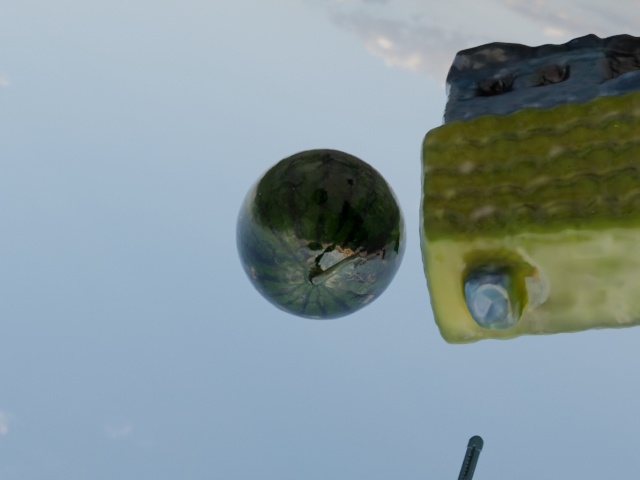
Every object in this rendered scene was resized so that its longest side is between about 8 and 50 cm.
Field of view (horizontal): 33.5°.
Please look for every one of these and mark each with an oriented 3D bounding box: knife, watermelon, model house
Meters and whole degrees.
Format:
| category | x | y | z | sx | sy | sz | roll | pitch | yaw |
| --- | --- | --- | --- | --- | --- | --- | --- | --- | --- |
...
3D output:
| category | x | y | z | sx | sy | sz | roll | pitch | yaw |
| --- | --- | --- | --- | --- | --- | --- | --- | --- | --- |
| knife | 0.165 | 0.264 | 1.203 | 0.027 | 0.010 | 0.096 | 10 | -120 | 24 |
| watermelon | 0.000 | 0.000 | 1.142 | 0.188 | 0.188 | 0.214 | 13 | -146 | -4 |
| model house | 0.206 | -0.022 | 0.844 | 0.237 | 0.215 | 0.303 | -7 | -154 | 17 |
